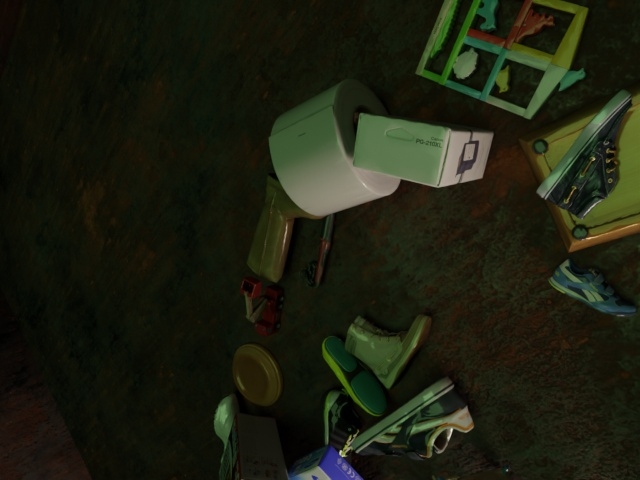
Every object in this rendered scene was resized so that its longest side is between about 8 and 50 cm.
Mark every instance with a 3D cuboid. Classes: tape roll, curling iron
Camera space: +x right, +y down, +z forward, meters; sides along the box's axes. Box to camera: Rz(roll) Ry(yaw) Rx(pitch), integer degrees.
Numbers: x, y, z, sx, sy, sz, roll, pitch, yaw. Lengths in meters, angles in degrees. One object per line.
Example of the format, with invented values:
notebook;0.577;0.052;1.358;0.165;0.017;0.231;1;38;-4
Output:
tape roll;0.039;-0.188;0.959;0.169;0.246;0.246;-15;91;37
curling iron;0.000;0.000;1.156;0.068;0.035;0.273;27;115;29

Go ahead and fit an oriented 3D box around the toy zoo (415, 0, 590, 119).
toy zoo;0.340;-0.350;0.838;0.293;0.030;0.192;32;117;26

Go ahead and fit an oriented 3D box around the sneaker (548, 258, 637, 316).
sneaker;0.487;0.084;0.811;0.144;0.053;0.059;29;114;27

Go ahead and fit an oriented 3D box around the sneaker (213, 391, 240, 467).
sneaker;-0.252;0.619;1.446;0.130;0.111;0.296;-5;101;21

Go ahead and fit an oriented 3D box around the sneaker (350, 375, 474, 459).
sneaker;0.203;0.444;1.047;0.321;0.126;0.127;-47;66;31

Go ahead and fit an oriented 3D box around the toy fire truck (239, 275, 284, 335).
toy fire truck;-0.162;0.183;1.249;0.047;0.135;0.191;20;111;31

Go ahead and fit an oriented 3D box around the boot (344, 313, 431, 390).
boot;0.151;0.224;1.072;0.165;0.077;0.213;37;120;27

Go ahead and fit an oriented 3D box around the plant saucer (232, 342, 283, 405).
plant saucer;-0.199;0.411;1.387;0.200;0.037;0.199;9;105;34

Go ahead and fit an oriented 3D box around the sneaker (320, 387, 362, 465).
sneaker;0.061;0.499;1.188;0.097;0.084;0.234;-6;97;34

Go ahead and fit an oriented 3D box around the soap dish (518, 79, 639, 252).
soap dish;0.493;-0.126;0.721;0.291;0.118;0.228;-24;85;36

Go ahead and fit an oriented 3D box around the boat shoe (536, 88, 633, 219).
boat shoe;0.410;-0.121;0.672;0.083;0.065;0.183;39;125;20

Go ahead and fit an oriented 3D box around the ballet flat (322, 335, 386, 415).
ballet flat;0.080;0.345;1.158;0.231;0.077;0.077;51;145;20

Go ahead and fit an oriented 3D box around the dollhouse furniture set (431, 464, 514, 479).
dollhouse furniture set;0.380;0.616;0.919;0.303;0.287;0.198;54;136;49

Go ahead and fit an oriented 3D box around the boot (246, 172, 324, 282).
boot;-0.088;-0.013;1.182;0.236;0.089;0.269;37;120;44

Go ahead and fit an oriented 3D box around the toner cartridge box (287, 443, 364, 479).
toner cartridge box;0.080;0.690;1.161;0.348;0.075;0.165;46;126;1

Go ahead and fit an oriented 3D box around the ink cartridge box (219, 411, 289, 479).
ink cartridge box;-0.198;0.677;1.243;0.309;0.130;0.271;-147;72;-75

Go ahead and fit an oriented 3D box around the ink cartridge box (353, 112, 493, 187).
ink cartridge box;0.195;-0.172;0.851;0.172;0.237;0.100;20;111;32
